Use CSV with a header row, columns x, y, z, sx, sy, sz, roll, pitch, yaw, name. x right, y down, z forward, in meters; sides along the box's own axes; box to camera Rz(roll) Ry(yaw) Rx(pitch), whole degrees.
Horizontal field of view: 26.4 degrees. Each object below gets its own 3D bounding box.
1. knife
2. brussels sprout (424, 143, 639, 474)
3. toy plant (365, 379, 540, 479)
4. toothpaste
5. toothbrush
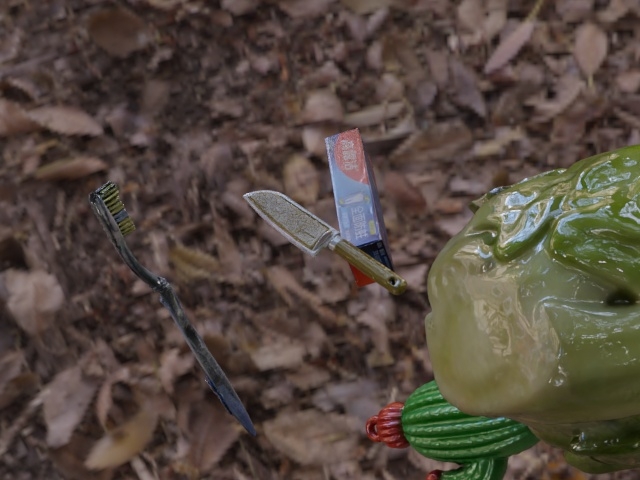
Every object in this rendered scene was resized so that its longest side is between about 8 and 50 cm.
x,y,z,sx,sy,sz,roll,pitch,yaw,name
0.000,-0.001,1.642,0.256,0.022,0.046,34,75,30,knife
0.251,0.058,1.040,0.327,0.328,0.247,-12,66,-1,brussels sprout
0.154,0.213,1.530,0.088,0.240,0.155,-6,59,-48,toy plant
0.060,-0.058,2.144,0.066,0.076,0.320,-18,35,6,toothpaste
-0.180,0.099,1.732,0.042,0.413,0.035,-33,27,-10,toothbrush
